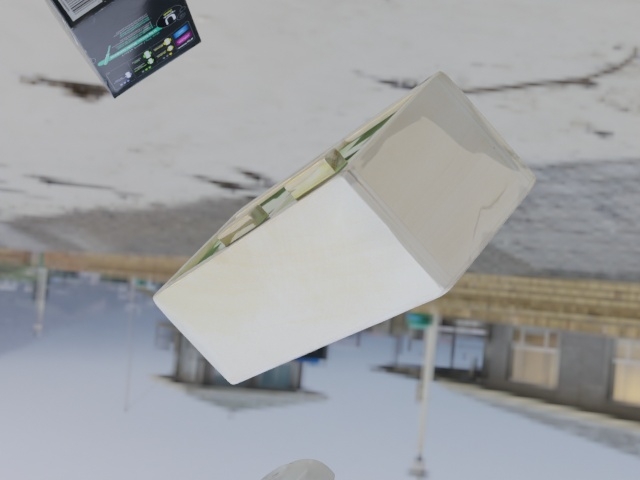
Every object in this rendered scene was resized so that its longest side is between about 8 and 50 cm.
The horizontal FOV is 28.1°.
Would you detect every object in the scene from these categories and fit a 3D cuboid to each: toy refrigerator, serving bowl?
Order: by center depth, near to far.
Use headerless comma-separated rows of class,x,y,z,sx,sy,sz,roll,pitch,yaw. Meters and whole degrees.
toy refrigerator,0.000,0.000,0.791,0.094,0.102,0.269,48,148,-8
serving bowl,-0.030,0.190,0.962,0.083,0.027,0.083,-34,-176,3

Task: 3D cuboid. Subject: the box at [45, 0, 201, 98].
box,-0.094,-0.111,0.560,0.052,0.062,0.083,-34,167,-5
